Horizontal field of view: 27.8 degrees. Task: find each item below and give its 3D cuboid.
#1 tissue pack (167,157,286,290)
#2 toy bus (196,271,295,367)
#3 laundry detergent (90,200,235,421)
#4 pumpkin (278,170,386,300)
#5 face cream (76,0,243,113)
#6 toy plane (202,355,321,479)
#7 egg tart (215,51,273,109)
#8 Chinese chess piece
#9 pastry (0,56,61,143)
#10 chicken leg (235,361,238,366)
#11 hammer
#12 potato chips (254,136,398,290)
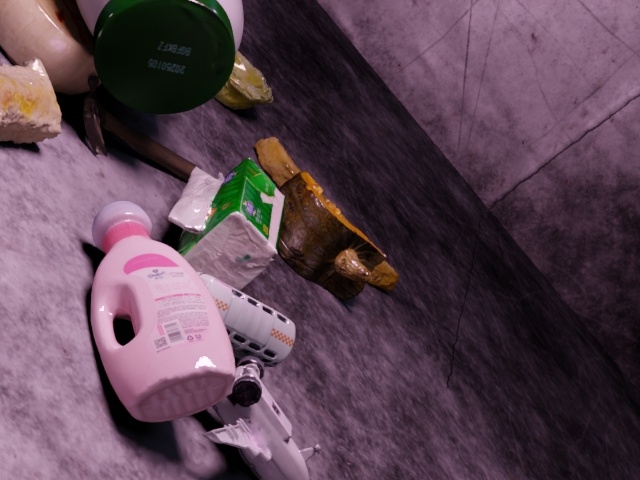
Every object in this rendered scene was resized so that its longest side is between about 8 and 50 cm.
[{"bbox_3d":[-0.155,-0.030,1.989,0.156,0.148,0.209,46,20,-17],"label":"tissue pack"},{"bbox_3d":[-0.116,0.112,1.764,0.194,0.089,0.087,32,69,-34],"label":"toy bus"},{"bbox_3d":[-0.221,0.081,1.659,0.088,0.159,0.335,88,-20,-44],"label":"laundry detergent"},{"bbox_3d":[0.003,0.004,2.337,0.248,0.131,0.126,44,11,-6],"label":"pumpkin"},{"bbox_3d":[-0.250,-0.381,2.006,0.312,0.219,0.357,42,22,-36],"label":"face cream"},{"bbox_3d":[-0.091,0.236,1.715,0.255,0.101,0.251,48,9,-10],"label":"toy plane"},{"bbox_3d":[-0.184,-0.336,2.603,0.197,0.078,0.197,45,17,-18],"label":"egg tart"},{"bbox_3d":[-0.423,-0.344,2.023,0.250,0.103,0.250,46,20,-22],"label":"Chinese chess piece"},{"bbox_3d":[-0.432,-0.182,1.717,0.121,0.089,0.258,56,20,4],"label":"pastry"},{"bbox_3d":[-0.153,0.119,1.849,0.234,0.063,0.105,33,20,-41],"label":"chicken leg"},{"bbox_3d":[-0.282,-0.156,2.069,0.297,0.027,0.125,32,53,-57],"label":"hammer"},{"bbox_3d":[0.016,-0.043,2.554,0.407,0.057,0.080,47,22,-12],"label":"potato chips"}]
